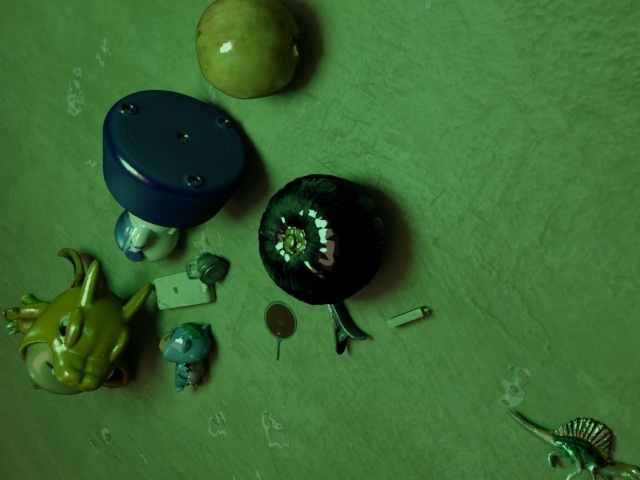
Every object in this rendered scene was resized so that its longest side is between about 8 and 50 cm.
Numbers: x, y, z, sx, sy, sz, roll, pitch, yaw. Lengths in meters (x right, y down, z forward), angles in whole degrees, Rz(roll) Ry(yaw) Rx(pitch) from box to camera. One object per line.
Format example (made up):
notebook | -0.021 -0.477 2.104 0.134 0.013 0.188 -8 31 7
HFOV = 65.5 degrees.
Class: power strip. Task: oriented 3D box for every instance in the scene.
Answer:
power strip | -0.324 0.115 1.172 0.192 0.035 0.082 -13 91 34
power strip | 0.153 0.133 0.871 0.083 0.027 0.017 -28 83 32

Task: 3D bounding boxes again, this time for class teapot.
teapot | -0.254 0.060 1.089 0.057 0.087 0.066 45 135 34

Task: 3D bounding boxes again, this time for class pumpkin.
pumpkin | 0.000 0.000 0.865 0.233 0.163 0.233 4 97 32

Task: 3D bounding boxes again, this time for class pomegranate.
pomegranate | -0.124 -0.343 0.874 0.191 0.191 0.191 6 102 32

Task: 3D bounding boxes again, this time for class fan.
fan | -0.088 0.192 1.050 0.085 0.005 0.134 13 104 30

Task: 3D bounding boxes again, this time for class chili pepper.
chili pepper | -0.847 0.199 1.521 0.201 0.050 0.052 4 138 31

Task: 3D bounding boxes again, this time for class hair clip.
hair clip | 0.007 0.103 0.960 0.070 0.039 0.230 -39 73 31

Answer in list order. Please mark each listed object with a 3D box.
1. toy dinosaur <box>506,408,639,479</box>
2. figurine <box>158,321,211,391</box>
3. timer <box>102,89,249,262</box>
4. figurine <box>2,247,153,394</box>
toy dinosaur | 0.386 0.309 0.749 0.106 0.044 0.187 -43 62 17
figurine | -0.327 0.267 1.165 0.144 0.114 0.178 22 118 30
timer | -0.339 -0.085 1.042 0.270 0.270 0.383 53 134 14
figurine | -0.610 0.203 1.225 0.387 0.268 0.401 -15 86 43
